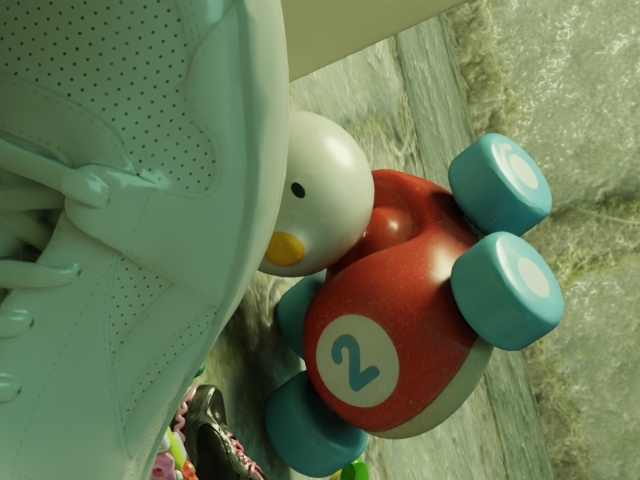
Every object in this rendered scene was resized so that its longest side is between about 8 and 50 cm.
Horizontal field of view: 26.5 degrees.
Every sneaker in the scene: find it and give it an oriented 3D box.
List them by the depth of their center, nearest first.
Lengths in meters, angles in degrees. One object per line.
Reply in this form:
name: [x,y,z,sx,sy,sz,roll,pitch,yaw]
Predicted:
sneaker: [-0.097,0.038,0.365,0.169,0.108,0.292,-46,153,-64]
sneaker: [-0.050,0.135,0.767,0.047,0.057,0.119,48,31,-59]

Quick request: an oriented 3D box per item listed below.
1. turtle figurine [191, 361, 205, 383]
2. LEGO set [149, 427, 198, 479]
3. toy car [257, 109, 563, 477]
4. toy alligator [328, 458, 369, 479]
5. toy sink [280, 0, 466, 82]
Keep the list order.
turtle figurine: [-0.096,-0.046,0.627,0.234,0.118,0.175,84,18,-45]
LEGO set: [-0.090,0.077,0.554,0.287,0.107,0.132,63,20,-44]
toy car: [0.000,0.000,0.909,0.238,0.219,0.210,37,33,-23]
toy alligator: [0.039,0.232,1.054,0.051,0.056,0.189,-47,140,-20]
toy sink: [-0.023,-0.214,0.978,0.131,0.234,0.153,41,-25,61]
